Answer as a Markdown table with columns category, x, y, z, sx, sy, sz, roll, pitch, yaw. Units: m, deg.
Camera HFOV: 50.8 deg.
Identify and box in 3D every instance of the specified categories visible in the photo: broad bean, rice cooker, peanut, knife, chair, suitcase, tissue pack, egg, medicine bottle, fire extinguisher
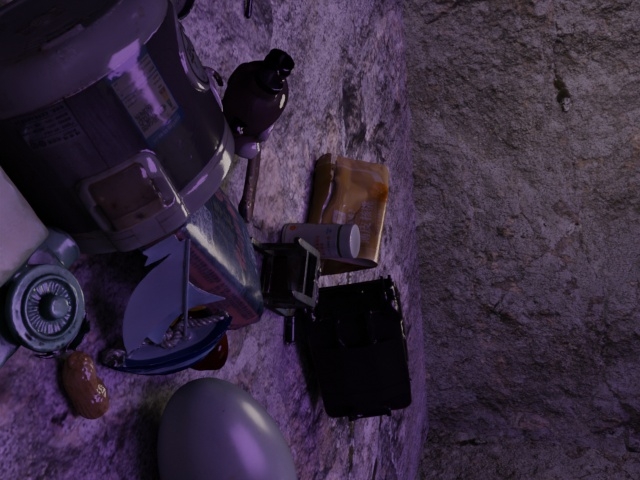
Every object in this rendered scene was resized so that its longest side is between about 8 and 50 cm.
| category | x | y | z | sx | sy | sz | roll | pitch | yaw |
| --- | --- | --- | --- | --- | --- | --- | --- | --- | --- |
| broad bean | -0.227 | 0.167 | 1.205 | 0.165 | 0.084 | 0.114 | 58 | 30 | -49 |
| rice cooker | -0.258 | -0.144 | 0.797 | 0.289 | 0.288 | 0.277 | -71 | 149 | -41 |
| peanut | -0.335 | 0.206 | 0.959 | 0.054 | 0.053 | 0.113 | -58 | 143 | -55 |
| knife | -0.143 | -0.186 | 1.401 | 0.089 | 0.043 | 0.366 | 75 | 14 | -51 |
| chair | -0.066 | 0.092 | 1.558 | 0.270 | 0.147 | 0.137 | 42 | 51 | -63 |
| suitcase | 0.101 | 0.293 | 1.852 | 0.194 | 0.282 | 0.434 | -91 | 171 | -59 |
| tissue pack | -0.203 | -0.012 | 1.133 | 0.316 | 0.103 | 0.228 | 59 | 14 | -55 |
| egg | -0.163 | 0.401 | 1.181 | 0.230 | 0.229 | 0.371 | -58 | 140 | -55 |
| medicine bottle | 0.000 | 0.000 | 1.677 | 0.086 | 0.183 | 0.086 | 1 | 90 | -69 |
| fire extinguisher | -0.079 | 0.233 | 1.710 | 0.038 | 0.025 | 0.084 | -1 | 93 | -33 |

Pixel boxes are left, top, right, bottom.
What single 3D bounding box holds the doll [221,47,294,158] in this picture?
| category | x | y | z | sx | sy | sz | roll | pitch | yaw |
| --- | --- | --- | --- | --- | --- | --- | --- | --- | --- |
| doll | -0.133 | -0.250 | 1.269 | 0.257 | 0.117 | 0.182 | -49 | -169 | 52 |

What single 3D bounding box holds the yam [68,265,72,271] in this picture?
| category | x | y | z | sx | sy | sz | roll | pitch | yaw |
| --- | --- | --- | --- | --- | --- | --- | --- | --- | --- |
| yam | -0.374 | 0.026 | 0.862 | 0.145 | 0.032 | 0.032 | 21 | 71 | -70 |

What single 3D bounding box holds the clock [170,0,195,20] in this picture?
| category | x | y | z | sx | sy | sz | roll | pitch | yaw |
| --- | --- | --- | --- | --- | --- | --- | --- | --- | --- |
| clock | -0.268 | -0.469 | 1.112 | 0.215 | 0.041 | 0.215 | 1 | 90 | -71 |

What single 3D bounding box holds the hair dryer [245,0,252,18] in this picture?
| category | x | y | z | sx | sy | sz | roll | pitch | yaw |
| --- | --- | --- | --- | --- | --- | --- | --- | --- | --- |
| hair dryer | -0.151 | -0.522 | 1.462 | 0.047 | 0.026 | 0.084 | 1 | 94 | -69 |

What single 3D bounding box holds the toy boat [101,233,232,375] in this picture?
| category | x | y | z | sx | sy | sz | roll | pitch | yaw |
| --- | --- | --- | --- | --- | --- | --- | --- | --- | --- |
| toy boat | -0.226 | 0.105 | 1.014 | 0.220 | 0.067 | 0.291 | -18 | 144 | -27 |

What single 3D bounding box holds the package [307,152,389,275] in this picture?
| category | x | y | z | sx | sy | sz | roll | pitch | yaw |
| --- | --- | --- | --- | --- | --- | --- | --- | --- | --- |
| package | 0.055 | -0.080 | 1.862 | 0.165 | 0.221 | 0.312 | 36 | 54 | -42 |

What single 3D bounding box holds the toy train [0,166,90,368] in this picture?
| category | x | y | z | sx | sy | sz | roll | pitch | yaw |
| --- | --- | --- | --- | --- | --- | --- | --- | --- | --- |
| toy train | -0.392 | 0.087 | 0.605 | 0.397 | 0.160 | 0.253 | -60 | 139 | -38 |

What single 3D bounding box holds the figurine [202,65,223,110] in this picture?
| category | x | y | z | sx | sy | sz | roll | pitch | yaw |
| --- | --- | --- | --- | --- | --- | --- | --- | --- | --- |
| figurine | -0.218 | -0.252 | 1.177 | 0.154 | 0.132 | 0.132 | -80 | 162 | -59 |
